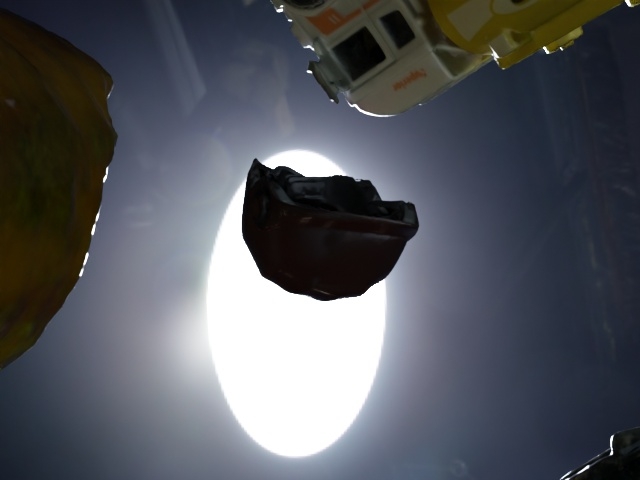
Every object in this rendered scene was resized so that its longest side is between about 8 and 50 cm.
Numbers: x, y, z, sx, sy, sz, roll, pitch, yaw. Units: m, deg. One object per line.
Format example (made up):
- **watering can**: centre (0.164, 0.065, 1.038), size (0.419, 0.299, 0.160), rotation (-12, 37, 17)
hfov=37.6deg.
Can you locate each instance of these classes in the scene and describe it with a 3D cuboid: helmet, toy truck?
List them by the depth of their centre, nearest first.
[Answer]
- **toy truck**: centre (0.081, -0.134, 0.398), size (0.098, 0.227, 0.114), rotation (-36, -83, -43)
- **helmet**: centre (0.000, 0.000, 0.548), size (0.098, 0.123, 0.070), rotation (8, -73, -21)

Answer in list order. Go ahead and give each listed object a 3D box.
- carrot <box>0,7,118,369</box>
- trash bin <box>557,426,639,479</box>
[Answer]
- **carrot**: centre (-0.255, -0.030, 0.420), size (0.340, 0.241, 0.241), rotation (5, -101, -78)
- **trash bin**: centre (0.240, 0.338, 0.574), size (0.259, 0.295, 0.381), rotation (20, -138, -31)
